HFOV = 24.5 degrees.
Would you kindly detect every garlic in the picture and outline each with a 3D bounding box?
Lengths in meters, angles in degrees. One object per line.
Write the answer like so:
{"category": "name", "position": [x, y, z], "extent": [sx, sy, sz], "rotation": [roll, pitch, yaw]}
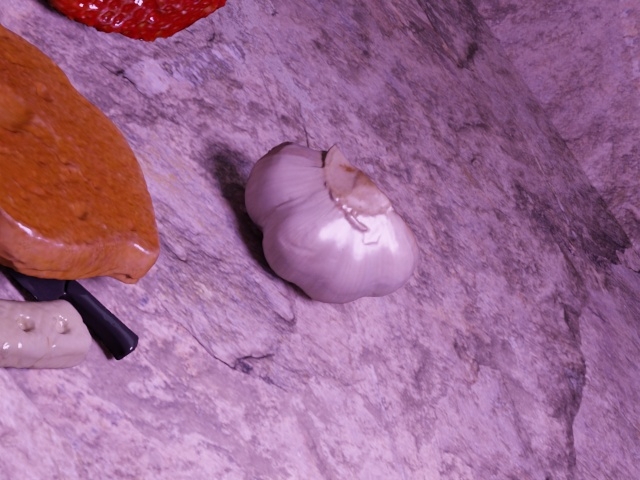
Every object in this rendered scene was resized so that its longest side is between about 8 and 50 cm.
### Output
{"category": "garlic", "position": [0.000, 0.000, 1.753], "extent": [0.229, 0.178, 0.142], "rotation": [32, 57, 0]}

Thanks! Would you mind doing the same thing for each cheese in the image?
{"category": "cheese", "position": [-0.272, 0.079, 1.264], "extent": [0.194, 0.043, 0.065], "rotation": [9, 52, -59]}

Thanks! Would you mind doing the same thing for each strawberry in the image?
{"category": "strawberry", "position": [-0.237, -0.371, 1.795], "extent": [0.261, 0.258, 0.261], "rotation": [60, -4, 7]}

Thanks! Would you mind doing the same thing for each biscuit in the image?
{"category": "biscuit", "position": [-0.331, -0.125, 1.401], "extent": [0.455, 0.078, 0.349], "rotation": [43, 23, -13]}

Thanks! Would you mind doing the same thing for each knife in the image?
{"category": "knife", "position": [-0.264, 0.031, 1.370], "extent": [0.230, 0.028, 0.060], "rotation": [44, 27, -7]}
